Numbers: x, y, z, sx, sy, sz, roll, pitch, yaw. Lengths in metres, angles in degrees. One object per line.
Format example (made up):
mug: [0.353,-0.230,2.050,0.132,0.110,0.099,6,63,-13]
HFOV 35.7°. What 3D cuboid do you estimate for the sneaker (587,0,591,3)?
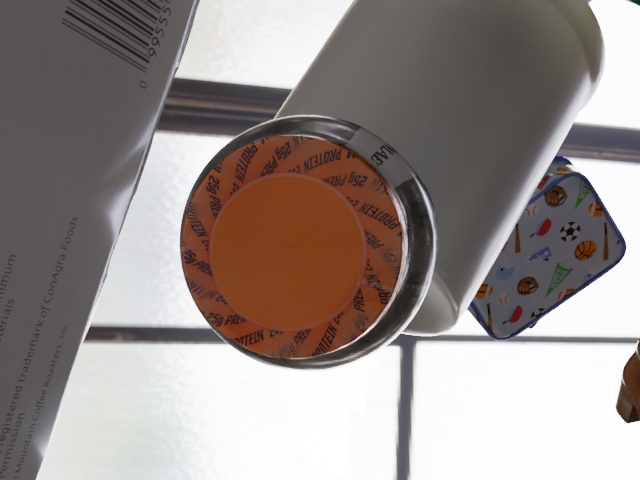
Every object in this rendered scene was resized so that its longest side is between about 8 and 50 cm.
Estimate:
sneaker: [0.289,-0.298,1.284,0.275,0.110,0.107,-40,-137,12]

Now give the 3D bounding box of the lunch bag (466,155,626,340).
lunch bag: [0.351,0.022,1.689,0.243,0.303,0.115,52,6,-29]

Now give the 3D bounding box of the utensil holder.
utensil holder: [0.119,-0.124,1.202,0.385,0.328,0.327,-59,-170,-21]

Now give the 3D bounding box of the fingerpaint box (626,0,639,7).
fingerpaint box: [0.364,-0.434,0.901,0.444,0.371,0.163,-63,-176,19]

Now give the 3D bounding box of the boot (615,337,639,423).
boot: [0.465,0.209,1.292,0.197,0.073,0.152,46,-43,46]

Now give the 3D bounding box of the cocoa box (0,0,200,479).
cocoa box: [-0.240,-0.051,0.443,0.228,0.231,0.347,13,-97,32]

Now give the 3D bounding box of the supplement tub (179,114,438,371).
supplement tub: [0.000,0.000,0.816,0.316,0.194,0.193,-14,107,-83]
